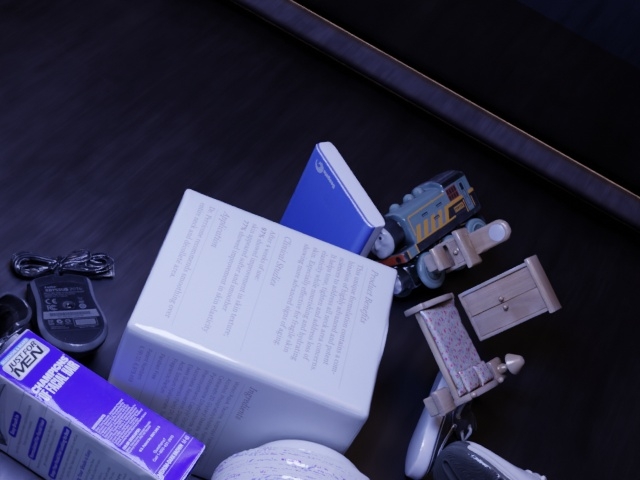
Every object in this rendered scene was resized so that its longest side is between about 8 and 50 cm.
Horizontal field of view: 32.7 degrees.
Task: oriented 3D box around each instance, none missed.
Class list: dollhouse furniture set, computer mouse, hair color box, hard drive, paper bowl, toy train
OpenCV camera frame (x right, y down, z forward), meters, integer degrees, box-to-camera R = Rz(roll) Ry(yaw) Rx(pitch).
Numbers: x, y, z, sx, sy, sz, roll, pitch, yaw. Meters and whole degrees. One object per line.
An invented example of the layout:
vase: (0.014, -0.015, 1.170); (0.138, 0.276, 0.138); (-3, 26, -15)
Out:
dollhouse furniture set: (0.283, 0.121, 2.009); (0.355, 0.174, 0.303); (-14, 77, -58)
computer mouse: (-0.445, 0.123, 1.930); (0.188, 0.072, 0.272); (2, 37, -22)
hair color box: (-0.364, 0.308, 1.703); (0.339, 0.185, 0.110); (31, 43, 4)
hard drive: (0.000, 0.000, 2.073); (0.040, 0.319, 0.210); (-11, 55, -34)
paper bowl: (-0.038, 0.419, 1.685); (0.284, 0.284, 0.148); (22, 44, -6)
toy train: (0.224, -0.015, 2.294); (0.334, 0.142, 0.190); (-32, 98, -41)

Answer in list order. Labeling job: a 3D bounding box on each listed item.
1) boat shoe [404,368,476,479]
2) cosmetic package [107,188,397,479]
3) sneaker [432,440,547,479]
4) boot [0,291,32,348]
boat shoe: (0.240, 0.341, 2.033); (0.102, 0.108, 0.301); (28, 36, 3)
cosmetic package: (-0.124, 0.189, 1.831); (0.393, 0.327, 0.329); (22, 44, -5)
sneaker: (0.410, 0.489, 1.958); (0.447, 0.169, 0.257); (43, 36, 5)
boot: (-0.587, 0.216, 1.633); (0.118, 0.222, 0.338); (42, 45, -16)
